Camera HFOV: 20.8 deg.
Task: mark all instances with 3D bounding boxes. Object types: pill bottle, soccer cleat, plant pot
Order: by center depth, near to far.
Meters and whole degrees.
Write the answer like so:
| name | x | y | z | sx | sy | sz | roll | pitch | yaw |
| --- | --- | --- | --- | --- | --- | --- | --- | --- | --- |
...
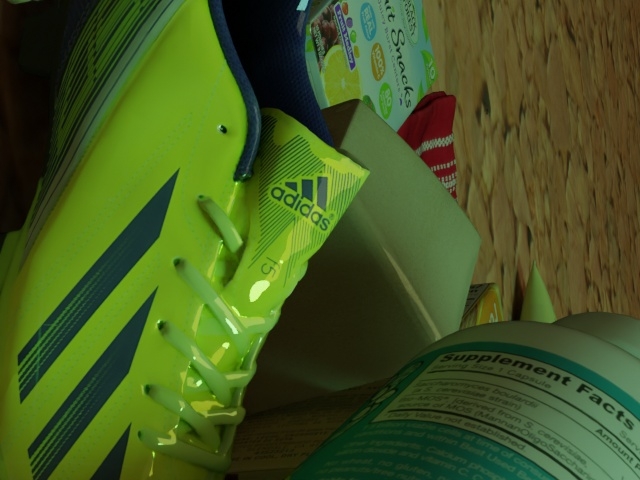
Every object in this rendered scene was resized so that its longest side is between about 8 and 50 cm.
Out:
| name | x | y | z | sx | sy | sz | roll | pitch | yaw |
| --- | --- | --- | --- | --- | --- | --- | --- | --- | --- |
| pill bottle | 0.050 | 0.121 | 0.585 | 0.264 | 0.146 | 0.146 | -37 | 122 | -49 |
| soccer cleat | -0.045 | 0.008 | 0.595 | 0.093 | 0.121 | 0.289 | 45 | 46 | -66 |
| plant pot | 0.000 | 0.000 | 0.797 | 0.096 | 0.109 | 0.109 | 63 | 24 | -24 |

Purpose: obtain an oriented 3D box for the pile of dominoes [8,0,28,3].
| name | x | y | z | sx | sy | sz | roll | pitch | yaw |
| --- | --- | --- | --- | --- | --- | --- | --- | --- | --- |
| pile of dominoes | -0.126 | -0.150 | 0.407 | 0.251 | 0.040 | 0.196 | 38 | 54 | -52 |

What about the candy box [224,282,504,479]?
| name | x | y | z | sx | sy | sz | roll | pitch | yaw |
| --- | --- | --- | --- | --- | --- | --- | --- | --- | --- |
| candy box | 0.035 | 0.147 | 0.879 | 0.316 | 0.087 | 0.183 | -38 | 120 | -70 |

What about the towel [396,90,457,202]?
| name | x | y | z | sx | sy | sz | roll | pitch | yaw |
| --- | --- | --- | --- | --- | --- | --- | --- | --- | --- |
| towel | 0.069 | 0.045 | 1.127 | 0.199 | 0.031 | 0.275 | -25 | 109 | -71 |

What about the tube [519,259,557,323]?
| name | x | y | z | sx | sy | sz | roll | pitch | yaw |
| --- | --- | --- | --- | --- | --- | --- | --- | --- | --- |
| tube | 0.181 | 0.122 | 1.437 | 0.070 | 0.062 | 0.240 | -54 | -166 | 33 |

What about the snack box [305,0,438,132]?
| name | x | y | z | sx | sy | sz | roll | pitch | yaw |
| --- | --- | --- | --- | --- | --- | --- | --- | --- | --- |
| snack box | 0.017 | -0.101 | 0.947 | 0.141 | 0.037 | 0.100 | -54 | 138 | -51 |
